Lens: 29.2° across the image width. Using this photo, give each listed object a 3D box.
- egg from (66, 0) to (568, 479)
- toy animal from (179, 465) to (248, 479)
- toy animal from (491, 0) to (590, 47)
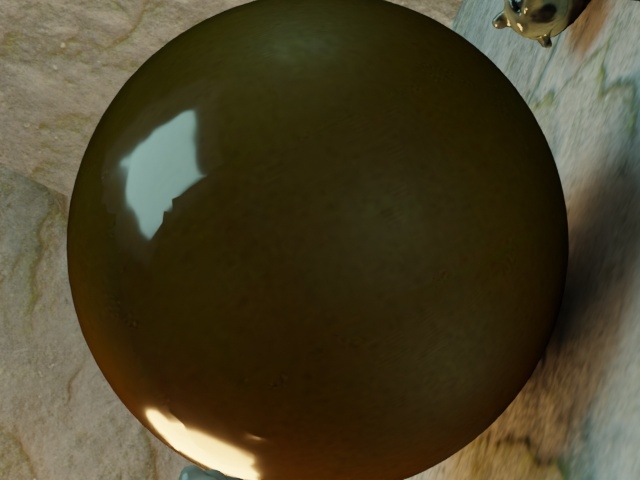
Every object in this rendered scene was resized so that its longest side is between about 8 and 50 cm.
[{"bbox_3d":[0.000,0.000,0.716,0.351,0.283,0.282,-40,-25,-81],"label":"egg"},{"bbox_3d":[-0.019,0.183,0.443,0.127,0.193,0.178,155,132,-86],"label":"toy animal"},{"bbox_3d":[0.200,-0.235,1.067,0.225,0.094,0.121,-72,5,-63],"label":"toy animal"}]
